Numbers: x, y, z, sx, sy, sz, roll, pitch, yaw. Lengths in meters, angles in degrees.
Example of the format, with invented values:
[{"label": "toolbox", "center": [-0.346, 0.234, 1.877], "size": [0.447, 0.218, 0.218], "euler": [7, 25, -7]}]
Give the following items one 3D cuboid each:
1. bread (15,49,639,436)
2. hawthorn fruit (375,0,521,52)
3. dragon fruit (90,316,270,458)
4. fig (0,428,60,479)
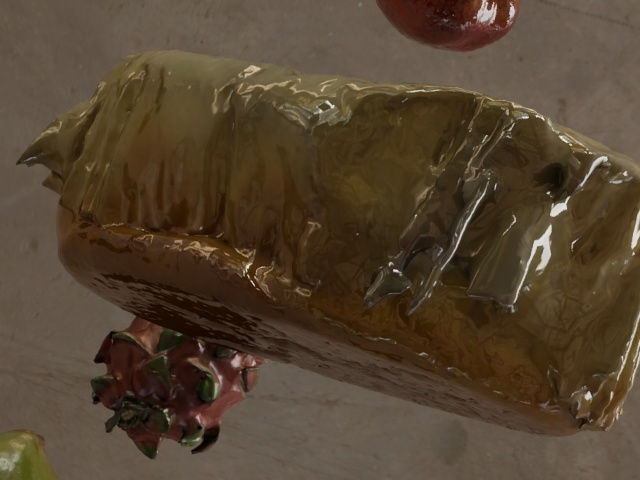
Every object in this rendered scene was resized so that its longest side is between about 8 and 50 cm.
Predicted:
[{"label": "bread", "center": [0.009, 0.002, 0.560], "size": [0.236, 0.388, 0.183], "euler": [14, 92, -49]}, {"label": "hawthorn fruit", "center": [0.154, -0.362, 1.293], "size": [0.207, 0.243, 0.207], "euler": [-8, 104, -33]}, {"label": "dragon fruit", "center": [-0.110, 0.089, 0.868], "size": [0.137, 0.135, 0.236], "euler": [31, 71, 10]}, {"label": "fig", "center": [-0.298, 0.257, 0.876], "size": [0.136, 0.153, 0.121], "euler": [22, 31, 12]}]
